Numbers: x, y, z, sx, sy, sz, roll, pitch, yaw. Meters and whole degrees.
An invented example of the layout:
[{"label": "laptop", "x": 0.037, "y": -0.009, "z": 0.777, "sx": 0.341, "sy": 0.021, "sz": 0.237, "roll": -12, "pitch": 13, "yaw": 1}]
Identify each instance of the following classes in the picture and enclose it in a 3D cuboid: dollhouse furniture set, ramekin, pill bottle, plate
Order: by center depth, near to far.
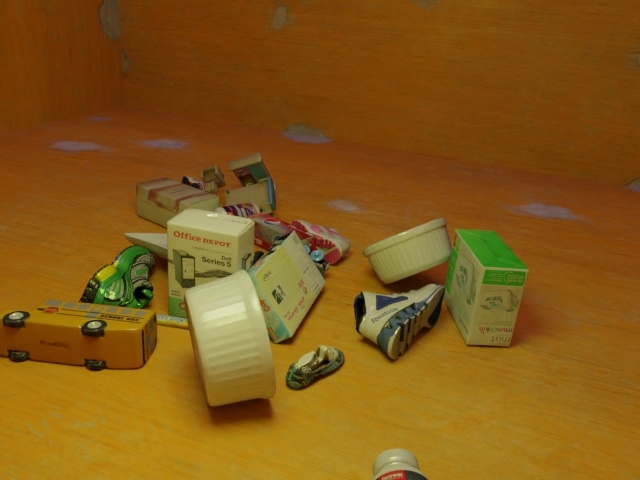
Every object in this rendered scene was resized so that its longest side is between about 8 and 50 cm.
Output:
[{"label": "pill bottle", "x": 0.133, "y": 0.433, "z": 0.921, "sx": 0.108, "sy": 0.107, "sz": 0.180, "roll": 3, "pitch": 23, "yaw": -3}, {"label": "ramekin", "x": -0.196, "y": 0.209, "z": 1.186, "sx": 0.135, "sy": 0.277, "sz": 0.277, "roll": -13, "pitch": 27, "yaw": -17}, {"label": "ramekin", "x": 0.274, "y": 0.038, "z": 1.720, "sx": 0.273, "sy": 0.127, "sz": 0.273, "roll": -21, "pitch": -5, "yaw": -2}, {"label": "plate", "x": -0.417, "y": 0.031, "z": 1.757, "sx": 0.278, "sy": 0.045, "sz": 0.277, "roll": 17, "pitch": 8, "yaw": 27}, {"label": "pill bottle", "x": -0.318, "y": -0.071, "z": 2.011, "sx": 0.194, "sy": 0.108, "sz": 0.108, "roll": -12, "pitch": 28, "yaw": -34}, {"label": "dollhouse furniture set", "x": -0.305, "y": -0.150, "z": 2.259, "sx": 0.287, "sy": 0.198, "sz": 0.303, "roll": -15, "pitch": 54, "yaw": 7}]

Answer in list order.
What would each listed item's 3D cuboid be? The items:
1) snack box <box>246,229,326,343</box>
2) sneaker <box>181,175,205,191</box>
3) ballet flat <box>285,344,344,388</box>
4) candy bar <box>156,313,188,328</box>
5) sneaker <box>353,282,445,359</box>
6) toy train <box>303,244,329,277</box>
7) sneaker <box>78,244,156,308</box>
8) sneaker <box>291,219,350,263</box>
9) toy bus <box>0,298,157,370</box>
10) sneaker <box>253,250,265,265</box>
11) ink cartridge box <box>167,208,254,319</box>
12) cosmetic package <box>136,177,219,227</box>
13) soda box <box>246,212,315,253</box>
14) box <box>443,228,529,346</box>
[{"label": "snack box", "x": -0.094, "y": 0.114, "z": 1.529, "sx": 0.060, "sy": 0.187, "sz": 0.322, "roll": -26, "pitch": 11, "yaw": 24}, {"label": "sneaker", "x": -0.534, "y": -0.234, "z": 2.436, "sx": 0.075, "sy": 0.057, "sz": 0.161, "roll": 6, "pitch": 15, "yaw": -45}, {"label": "ballet flat", "x": -0.005, "y": 0.278, "z": 1.311, "sx": 0.070, "sy": 0.070, "sz": 0.188, "roll": 20, "pitch": 27, "yaw": 32}, {"label": "candy bar", "x": -0.388, "y": 0.207, "z": 1.462, "sx": 0.162, "sy": 0.018, "sz": 0.040, "roll": 9, "pitch": 23, "yaw": 7}, {"label": "sneaker", "x": 0.194, "y": 0.178, "z": 1.503, "sx": 0.182, "sy": 0.127, "sz": 0.316, "roll": 22, "pitch": 30, "yaw": 31}, {"label": "toy train", "x": -0.066, "y": 0.069, "z": 1.753, "sx": 0.184, "sy": 0.080, "sz": 0.105, "roll": 22, "pitch": 58, "yaw": 20}, {"label": "sneaker", "x": -0.518, "y": 0.123, "z": 1.539, "sx": 0.146, "sy": 0.134, "sz": 0.343, "roll": 33, "pitch": 17, "yaw": -8}, {"label": "sneaker", "x": 0.000, "y": 0.000, "z": 1.936, "sx": 0.252, "sy": 0.102, "sz": 0.111, "roll": 31, "pitch": 30, "yaw": 35}, {"label": "toy bus", "x": -0.559, "y": 0.211, "z": 1.303, "sx": 0.333, "sy": 0.108, "sz": 0.130, "roll": 6, "pitch": 23, "yaw": 3}, {"label": "sneaker", "x": -0.234, "y": 0.106, "z": 1.685, "sx": 0.097, "sy": 0.084, "sz": 0.234, "roll": -13, "pitch": 16, "yaw": 21}, {"label": "ink cartridge box", "x": -0.284, "y": 0.073, "z": 1.471, "sx": 0.199, "sy": 0.272, "sz": 0.114, "roll": 10, "pitch": 24, "yaw": 13}, {"label": "cosmetic package", "x": -0.525, "y": -0.127, "z": 2.076, "sx": 0.296, "sy": 0.129, "sz": 0.153, "roll": 20, "pitch": 26, "yaw": 31}, {"label": "soda box", "x": -0.140, "y": -0.010, "z": 1.923, "sx": 0.263, "sy": 0.092, "sz": 0.084, "roll": 25, "pitch": 31, "yaw": 37}, {"label": "box", "x": 0.442, "y": 0.123, "z": 1.548, "sx": 0.127, "sy": 0.230, "sz": 0.262, "roll": 4, "pitch": 23, "yaw": -5}]
